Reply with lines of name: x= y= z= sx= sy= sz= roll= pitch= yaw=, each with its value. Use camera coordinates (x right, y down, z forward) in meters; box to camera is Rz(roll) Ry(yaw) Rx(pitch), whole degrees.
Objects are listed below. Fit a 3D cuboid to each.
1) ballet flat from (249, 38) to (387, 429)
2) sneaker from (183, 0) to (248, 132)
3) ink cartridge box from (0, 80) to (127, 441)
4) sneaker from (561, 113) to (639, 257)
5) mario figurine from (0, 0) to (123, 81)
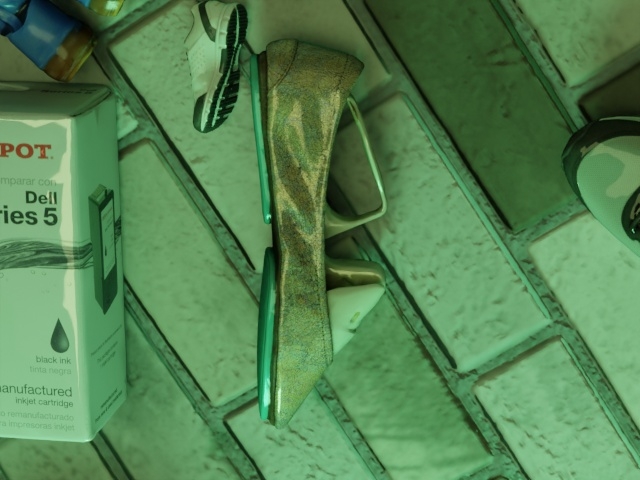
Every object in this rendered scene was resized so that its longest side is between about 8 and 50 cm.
ballet flat: x=0.000 y=0.000 z=1.384 sx=0.106 sy=0.107 sz=0.316 roll=-1 pitch=106 yaw=-3
sneaker: x=-0.088 y=-0.140 z=1.397 sx=0.044 sy=0.040 sz=0.109 roll=18 pitch=105 yaw=23
ink cartridge box: x=-0.270 y=0.014 z=1.430 sx=0.198 sy=0.115 sz=0.272 roll=2 pitch=106 yaw=11
sneaker: x=0.298 y=0.003 z=1.321 sx=0.271 sy=0.108 sz=0.100 roll=38 pitch=111 yaw=0
mario figurine: x=-0.293 y=-0.270 z=1.375 sx=0.320 sy=0.170 sz=0.198 roll=35 pitch=73 yaw=-11
